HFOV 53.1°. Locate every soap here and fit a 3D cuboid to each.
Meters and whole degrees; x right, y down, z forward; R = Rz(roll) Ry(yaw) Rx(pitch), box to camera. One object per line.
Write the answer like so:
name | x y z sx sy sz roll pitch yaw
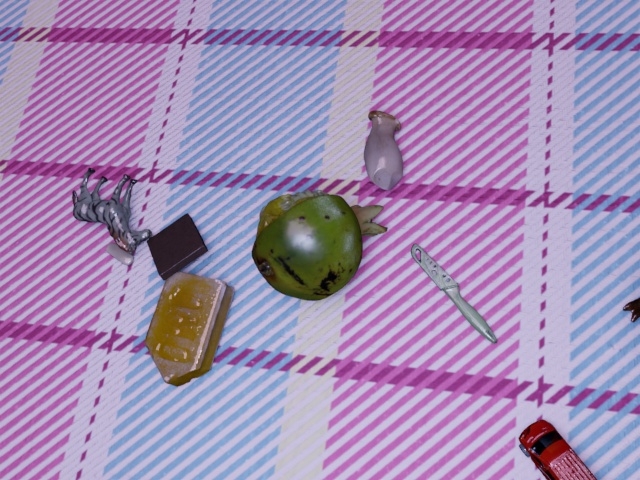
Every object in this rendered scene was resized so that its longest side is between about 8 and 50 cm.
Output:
soap | -0.315 0.210 1.499 0.161 0.080 0.257 9 71 17

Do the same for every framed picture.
framed picture | -0.353 0.013 1.567 0.128 0.023 0.168 -35 39 -3

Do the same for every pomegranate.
pomegranate | 0.000 0.000 1.443 0.341 0.260 0.260 -19 66 -23

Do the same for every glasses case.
glasses case | -0.510 0.034 1.630 0.083 0.021 0.032 31 72 19

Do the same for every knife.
knife | 0.302 0.117 1.457 0.043 0.020 0.293 -39 68 -3

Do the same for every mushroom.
mushroom | 0.155 -0.222 1.569 0.097 0.088 0.212 3 65 1

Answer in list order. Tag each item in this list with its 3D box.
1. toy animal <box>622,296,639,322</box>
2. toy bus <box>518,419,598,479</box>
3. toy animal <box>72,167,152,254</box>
toy animal | 0.720 0.095 1.304 0.122 0.185 0.298 30 59 23
toy bus | 0.480 0.448 1.267 0.081 0.089 0.195 -35 68 -4
toy animal | -0.527 -0.093 1.637 0.255 0.090 0.169 28 82 27
